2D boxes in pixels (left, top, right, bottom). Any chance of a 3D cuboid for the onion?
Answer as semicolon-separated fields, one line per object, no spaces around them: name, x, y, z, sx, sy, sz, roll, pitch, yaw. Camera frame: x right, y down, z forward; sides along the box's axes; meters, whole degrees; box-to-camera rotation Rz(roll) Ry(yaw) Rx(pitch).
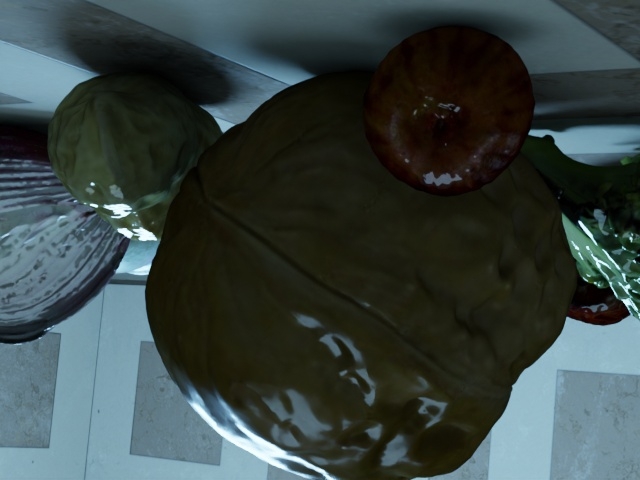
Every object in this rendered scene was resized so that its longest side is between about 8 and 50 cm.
onion;-0.327;-0.044;1.634;0.348;0.267;0.159;-21;-148;11

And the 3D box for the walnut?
walnut;0.034;0.036;1.230;0.308;0.354;0.398;30;176;44

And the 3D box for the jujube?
jujube;0.306;0.017;1.565;0.168;0.168;0.236;3;-167;15

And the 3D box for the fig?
fig;0.088;-0.094;1.037;0.128;0.128;0.150;7;171;-16

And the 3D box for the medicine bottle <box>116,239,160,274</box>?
medicine bottle;-0.256;-0.030;1.782;0.147;0.147;0.143;2;175;22

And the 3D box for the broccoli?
broccoli;0.313;-0.051;1.345;0.180;0.273;0.242;-39;164;-6

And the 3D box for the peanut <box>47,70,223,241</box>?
peanut;-0.167;-0.075;1.285;0.140;0.153;0.325;0;180;5
